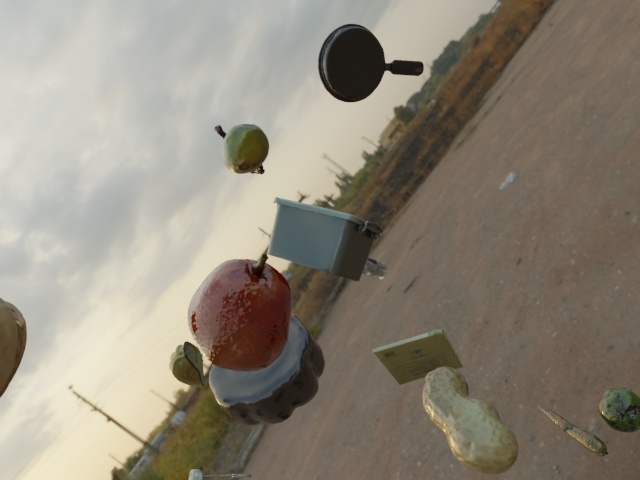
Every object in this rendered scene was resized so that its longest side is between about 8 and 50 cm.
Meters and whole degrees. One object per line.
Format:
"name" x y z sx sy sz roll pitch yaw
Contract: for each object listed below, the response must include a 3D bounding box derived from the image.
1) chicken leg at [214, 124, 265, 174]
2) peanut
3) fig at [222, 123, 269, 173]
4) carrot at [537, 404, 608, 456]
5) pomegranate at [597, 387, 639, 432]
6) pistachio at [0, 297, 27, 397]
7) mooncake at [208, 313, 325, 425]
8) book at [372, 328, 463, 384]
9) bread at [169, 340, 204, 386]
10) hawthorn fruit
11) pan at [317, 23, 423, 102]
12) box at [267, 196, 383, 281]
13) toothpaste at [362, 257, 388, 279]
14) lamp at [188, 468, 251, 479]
"chicken leg" -0.259 -0.286 1.603 0.053 0.205 0.093 -56 0 -21
"peanut" 0.238 0.293 0.838 0.228 0.104 0.085 -131 32 -60
"fig" -0.213 -0.257 1.407 0.121 0.136 0.153 12 73 44
"carrot" 0.737 0.553 1.475 0.049 0.049 0.254 -53 23 -3
"pomegranate" 0.857 0.470 1.414 0.161 0.122 0.122 -32 -16 -52
"pistachio" -0.802 0.268 1.095 0.321 0.238 0.229 -69 10 -23
"mooncake" -0.137 0.342 1.325 0.306 0.154 0.306 -17 41 15
"book" 0.233 0.280 1.176 0.168 0.192 0.013 -21 45 15
"bread" -0.389 0.367 1.452 0.094 0.157 0.083 -29 33 6
"hawthorn fruit" -0.136 0.113 0.900 0.225 0.197 0.196 -67 -6 24
"pan" 0.105 -0.326 0.926 0.028 0.235 0.136 32 124 56
"box" 0.000 0.000 1.117 0.163 0.243 0.135 20 -93 -58
"toothpaste" 0.113 0.077 1.741 0.096 0.266 0.061 -36 44 53
"lamp" -0.242 0.588 1.211 0.050 0.198 0.056 -20 58 28
